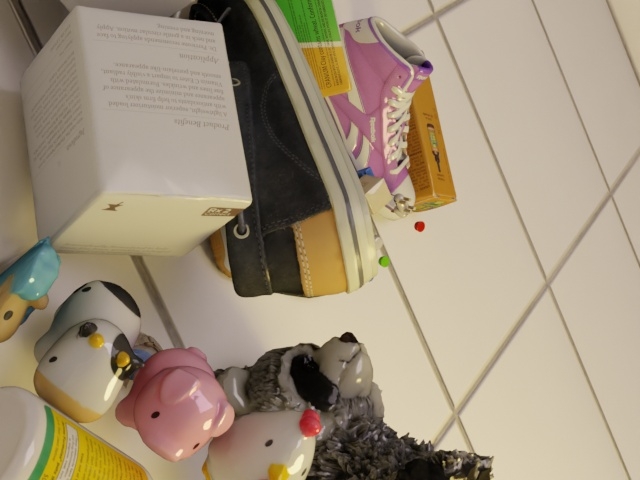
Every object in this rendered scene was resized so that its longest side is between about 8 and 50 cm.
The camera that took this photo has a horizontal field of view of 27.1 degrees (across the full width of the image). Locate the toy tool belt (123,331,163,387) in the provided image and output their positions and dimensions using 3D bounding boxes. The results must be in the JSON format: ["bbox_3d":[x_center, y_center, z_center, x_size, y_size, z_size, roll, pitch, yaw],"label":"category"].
[{"bbox_3d":[-0.182,0.115,1.283,0.083,0.052,0.051,47,30,-35],"label":"toy tool belt"}]

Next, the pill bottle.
[{"bbox_3d":[-0.211,0.219,1.113,0.208,0.117,0.118,43,40,-39],"label":"pill bottle"}]

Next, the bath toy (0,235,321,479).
[{"bbox_3d":[-0.139,0.131,1.187,0.348,0.129,0.151,37,40,-21],"label":"bath toy"}]

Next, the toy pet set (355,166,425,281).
[{"bbox_3d":[0.062,-0.029,1.762,0.122,0.065,0.114,-42,123,-27],"label":"toy pet set"}]

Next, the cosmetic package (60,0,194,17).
[{"bbox_3d":[-0.167,-0.365,1.348,0.155,0.197,0.366,51,19,-29],"label":"cosmetic package"}]

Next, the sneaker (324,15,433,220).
[{"bbox_3d":[0.094,-0.164,1.781,0.282,0.161,0.102,62,30,-18],"label":"sneaker"}]

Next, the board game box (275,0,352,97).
[{"bbox_3d":[-0.036,-0.340,1.573,0.316,0.064,0.242,-103,179,-59],"label":"board game box"}]

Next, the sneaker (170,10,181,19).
[{"bbox_3d":[-0.179,-0.227,1.388,0.071,0.083,0.191,43,9,-24],"label":"sneaker"}]

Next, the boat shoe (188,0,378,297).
[{"bbox_3d":[-0.082,-0.121,1.403,0.500,0.156,0.187,-113,-172,-45],"label":"boat shoe"}]

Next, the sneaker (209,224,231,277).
[{"bbox_3d":[0.000,0.000,1.567,0.296,0.131,0.112,0,72,-60],"label":"sneaker"}]

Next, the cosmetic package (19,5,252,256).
[{"bbox_3d":[-0.174,-0.094,1.222,0.151,0.151,0.184,2,69,-33],"label":"cosmetic package"}]

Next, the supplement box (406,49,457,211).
[{"bbox_3d":[0.127,-0.160,1.916,0.078,0.080,0.234,5,68,-57],"label":"supplement box"}]

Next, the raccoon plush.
[{"bbox_3d":[-0.023,0.319,1.382,0.447,0.299,0.216,-64,153,-9],"label":"raccoon plush"}]
